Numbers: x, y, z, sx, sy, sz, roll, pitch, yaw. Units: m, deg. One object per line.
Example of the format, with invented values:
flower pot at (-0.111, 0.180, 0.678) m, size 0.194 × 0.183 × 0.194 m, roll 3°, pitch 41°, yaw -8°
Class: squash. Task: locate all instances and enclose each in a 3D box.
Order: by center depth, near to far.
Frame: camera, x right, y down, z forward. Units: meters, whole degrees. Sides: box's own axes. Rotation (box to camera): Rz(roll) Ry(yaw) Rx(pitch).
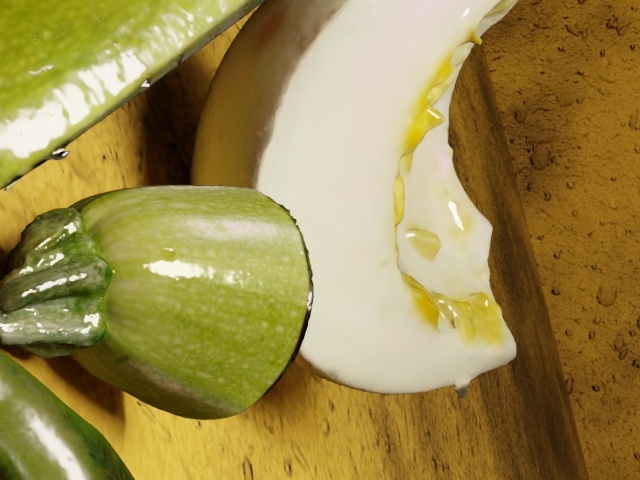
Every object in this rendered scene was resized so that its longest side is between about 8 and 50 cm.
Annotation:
squash at (-0.082, 0.014, 0.504) m, size 0.132 × 0.105 × 0.105 m, roll 19°, pitch 55°, yaw -51°
squash at (-0.123, -0.116, 0.585) m, size 0.252 × 0.169 × 0.093 m, roll -44°, pitch 121°, yaw -35°

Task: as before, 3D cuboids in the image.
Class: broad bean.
broad bean at (-0.066, 0.136, 0.490) m, size 0.060 × 0.043 × 0.297 m, roll -106°, pitch 172°, yaw -49°

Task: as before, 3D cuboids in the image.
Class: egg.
egg at (0.012, -0.053, 0.707) m, size 0.162 × 0.206 × 0.271 m, roll 32°, pitch -47°, yaw 50°
